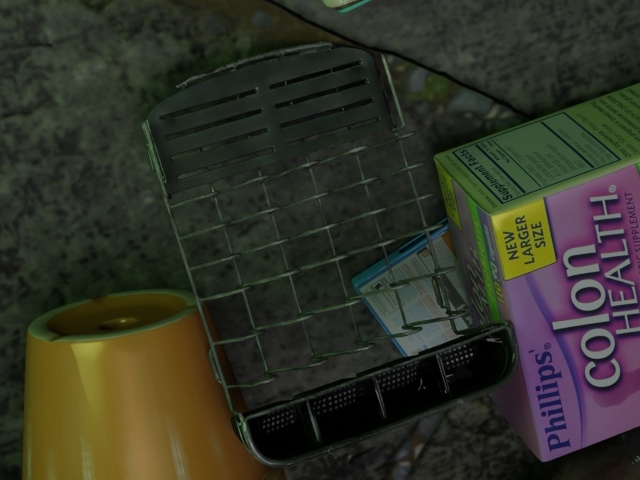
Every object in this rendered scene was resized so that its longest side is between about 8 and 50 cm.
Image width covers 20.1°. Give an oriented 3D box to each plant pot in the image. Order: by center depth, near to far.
[{"bbox_3d":[-0.132,0.141,1.298,0.205,0.205,0.188,-10,103,-8],"label":"plant pot"}]

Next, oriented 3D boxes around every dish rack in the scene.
[{"bbox_3d":[0.000,0.000,1.244,0.208,0.074,0.271,-18,92,-22],"label":"dish rack"}]

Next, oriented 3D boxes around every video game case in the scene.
[{"bbox_3d":[0.123,0.029,1.389,0.166,0.015,0.119,-33,119,5],"label":"video game case"}]

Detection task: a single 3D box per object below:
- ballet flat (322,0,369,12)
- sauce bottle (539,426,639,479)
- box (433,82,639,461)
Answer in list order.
[{"bbox_3d":[0.072,-0.210,1.232,0.168,0.057,0.052,-25,110,0],"label":"ballet flat"},{"bbox_3d":[0.203,0.246,1.465,0.111,0.111,0.344,33,107,-26],"label":"sauce bottle"},{"bbox_3d":[0.232,0.011,1.331,0.243,0.117,0.213,-19,118,-8],"label":"box"}]
